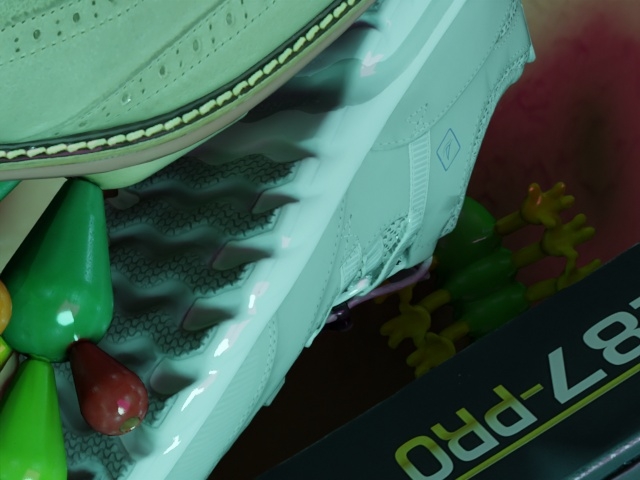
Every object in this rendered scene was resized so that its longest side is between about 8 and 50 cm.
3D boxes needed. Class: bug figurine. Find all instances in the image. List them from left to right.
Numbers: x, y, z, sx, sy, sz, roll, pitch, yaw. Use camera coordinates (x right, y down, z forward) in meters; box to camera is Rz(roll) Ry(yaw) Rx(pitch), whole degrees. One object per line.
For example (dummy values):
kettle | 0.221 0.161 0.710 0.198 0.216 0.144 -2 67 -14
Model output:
bug figurine | 0.146 0.054 0.772 0.279 0.072 0.216 -23 98 -3

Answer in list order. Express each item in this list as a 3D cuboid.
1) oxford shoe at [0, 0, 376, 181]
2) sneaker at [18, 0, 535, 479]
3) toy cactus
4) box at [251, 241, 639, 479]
oxford shoe | -0.078 -0.085 0.451 0.348 0.130 0.123 -30 77 -31
sneaker | 0.000 0.000 0.667 0.115 0.105 0.281 46 71 -37
toy cactus | -0.094 -0.034 0.566 0.180 0.112 0.219 -24 88 -39
box | 0.136 0.196 0.706 0.318 0.097 0.395 -31 124 -11
